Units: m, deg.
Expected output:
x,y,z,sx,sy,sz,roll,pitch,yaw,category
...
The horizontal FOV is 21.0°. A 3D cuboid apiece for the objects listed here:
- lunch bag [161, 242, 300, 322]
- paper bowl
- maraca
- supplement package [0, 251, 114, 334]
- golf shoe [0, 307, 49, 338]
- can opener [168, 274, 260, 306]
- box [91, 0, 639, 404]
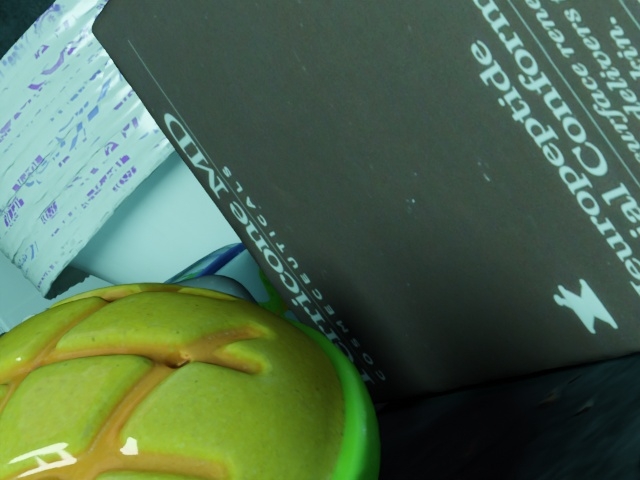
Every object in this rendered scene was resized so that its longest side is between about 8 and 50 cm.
x,y,z,sx,sy,sz,roll,pitch,yaw,category
-0.108,0.099,0.770,0.219,0.090,0.176,-35,2,27,lunch bag
-0.046,-0.075,0.895,0.284,0.148,0.284,-42,1,1,paper bowl
-0.038,0.072,0.407,0.127,0.099,0.185,-39,29,-5,maraca
-0.168,0.035,1.361,0.262,0.204,0.145,-38,5,-37,supplement package
-0.134,0.086,1.022,0.273,0.120,0.105,-34,2,19,golf shoe
-0.114,0.110,0.619,0.283,0.095,0.076,-35,3,22,can opener
0.068,-0.074,0.514,0.143,0.191,0.381,-37,3,-18,box
